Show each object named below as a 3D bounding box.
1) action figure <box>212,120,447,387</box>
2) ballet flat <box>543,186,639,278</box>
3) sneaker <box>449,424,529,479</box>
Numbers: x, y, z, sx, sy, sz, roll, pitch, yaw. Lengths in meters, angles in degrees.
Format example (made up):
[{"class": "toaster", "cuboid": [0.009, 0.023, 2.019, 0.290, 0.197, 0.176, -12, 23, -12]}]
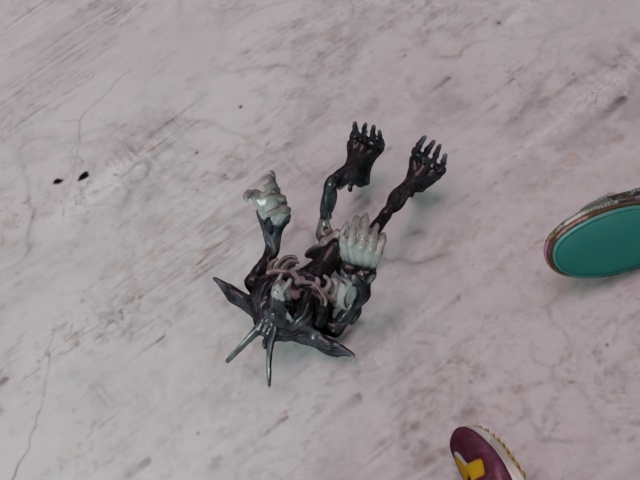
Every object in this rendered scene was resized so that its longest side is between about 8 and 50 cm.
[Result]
[{"class": "action figure", "cuboid": [0.000, 0.000, 1.247, 0.164, 0.141, 0.275, 24, 62, 22]}, {"class": "ballet flat", "cuboid": [0.304, -0.025, 1.199, 0.222, 0.076, 0.079, -19, 29, 0]}, {"class": "sneaker", "cuboid": [0.136, 0.228, 1.048, 0.084, 0.069, 0.185, -27, 46, -8]}]
